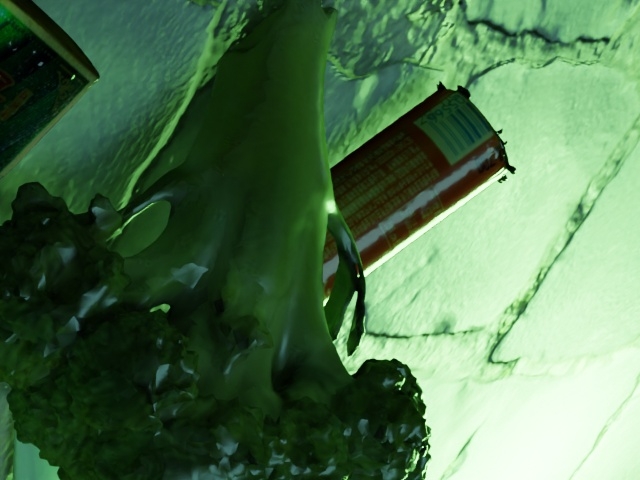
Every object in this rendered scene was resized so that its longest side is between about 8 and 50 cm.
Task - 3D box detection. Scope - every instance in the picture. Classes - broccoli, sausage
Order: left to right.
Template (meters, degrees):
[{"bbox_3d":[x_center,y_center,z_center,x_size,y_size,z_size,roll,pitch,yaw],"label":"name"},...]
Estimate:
[{"bbox_3d":[-0.082,0.043,1.030,0.254,0.302,0.186,-14,169,-25],"label":"broccoli"},{"bbox_3d":[0.000,0.000,1.162,0.264,0.083,0.083,-36,148,-11],"label":"sausage"}]

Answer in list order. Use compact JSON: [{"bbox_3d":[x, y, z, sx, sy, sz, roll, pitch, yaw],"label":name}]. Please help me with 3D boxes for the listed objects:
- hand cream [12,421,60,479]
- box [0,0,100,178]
[{"bbox_3d":[-0.167,0.200,1.224,0.109,0.067,0.321,-19,136,-34],"label":"hand cream"},{"bbox_3d":[-0.236,-0.043,0.828,0.240,0.071,0.159,-45,146,2],"label":"box"}]
